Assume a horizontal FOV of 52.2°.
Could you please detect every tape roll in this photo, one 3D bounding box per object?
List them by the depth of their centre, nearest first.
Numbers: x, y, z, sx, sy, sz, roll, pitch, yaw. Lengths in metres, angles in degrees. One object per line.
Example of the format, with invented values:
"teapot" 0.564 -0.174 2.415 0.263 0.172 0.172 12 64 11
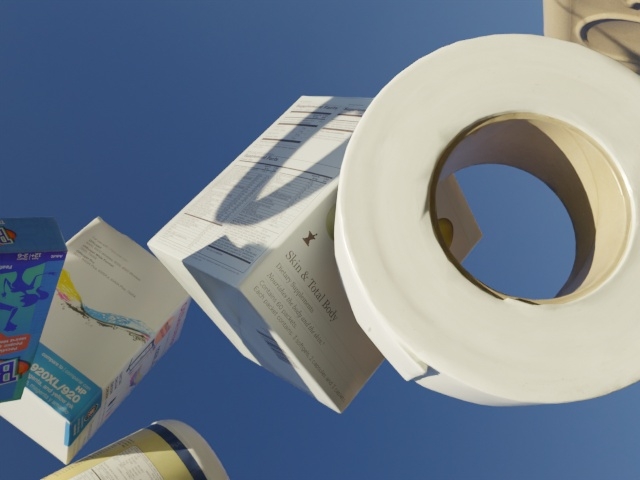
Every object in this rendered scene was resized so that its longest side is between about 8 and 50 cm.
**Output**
"tape roll" 0.151 -0.013 0.516 0.286 0.100 0.286 0 -105 -1

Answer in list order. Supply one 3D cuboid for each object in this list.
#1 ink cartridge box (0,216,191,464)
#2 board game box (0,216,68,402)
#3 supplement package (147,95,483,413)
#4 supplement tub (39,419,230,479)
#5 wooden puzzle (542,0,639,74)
"ink cartridge box" -0.306 0.126 0.845 0.168 0.171 0.233 35 -129 4
"board game box" -0.325 0.072 0.562 0.160 0.210 0.047 -3 -135 -41
"supplement package" 0.000 0.000 0.719 0.263 0.198 0.199 -47 -55 -20
"supplement tub" -0.280 0.392 0.824 0.316 0.228 0.228 -21 -94 -37
"wooden puzzle" 0.412 -0.264 0.705 0.081 0.347 0.322 -64 -23 -2
